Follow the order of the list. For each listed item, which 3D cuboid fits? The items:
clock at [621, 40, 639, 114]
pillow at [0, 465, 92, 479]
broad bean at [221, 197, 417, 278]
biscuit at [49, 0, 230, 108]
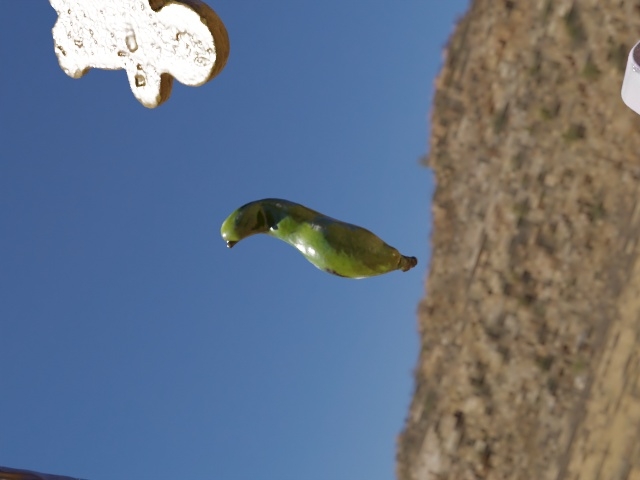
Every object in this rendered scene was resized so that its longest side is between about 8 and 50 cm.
[{"bbox_3d":[0.337,-0.110,1.025,0.150,0.197,0.063,-46,-17,-14],"label":"clock"},{"bbox_3d":[-0.221,0.320,1.218,0.305,0.308,0.108,-60,30,29],"label":"pillow"},{"bbox_3d":[0.000,0.000,1.533,0.048,0.214,0.070,90,-167,-64],"label":"broad bean"},{"bbox_3d":[-0.229,-0.265,1.777,0.049,0.302,0.196,-36,-50,-41],"label":"biscuit"}]
